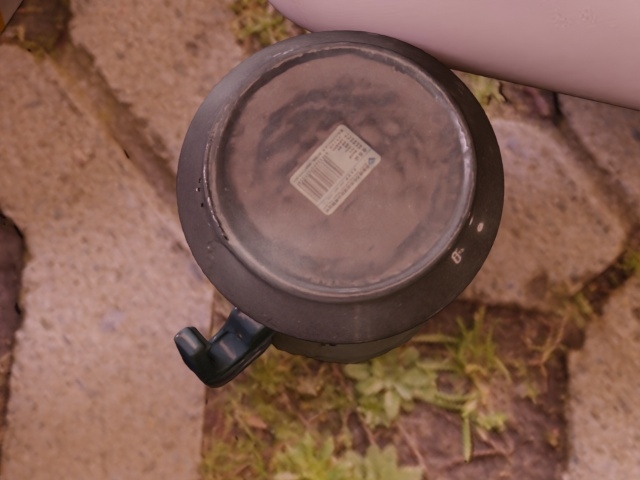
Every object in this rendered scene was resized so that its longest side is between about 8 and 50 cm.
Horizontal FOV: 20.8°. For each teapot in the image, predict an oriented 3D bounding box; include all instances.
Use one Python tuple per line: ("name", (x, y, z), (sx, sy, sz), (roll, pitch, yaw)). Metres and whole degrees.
("teapot", (0.000, 0.000, 0.992), (0.203, 0.225, 0.171), (-41, 79, -9))

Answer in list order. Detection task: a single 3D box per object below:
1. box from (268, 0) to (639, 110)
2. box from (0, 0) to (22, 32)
("box", (0.135, -0.194, 1.030), (0.349, 0.141, 0.289), (13, 33, 2))
("box", (-0.258, -0.192, 1.027), (0.143, 0.225, 0.341), (32, 78, 4))
